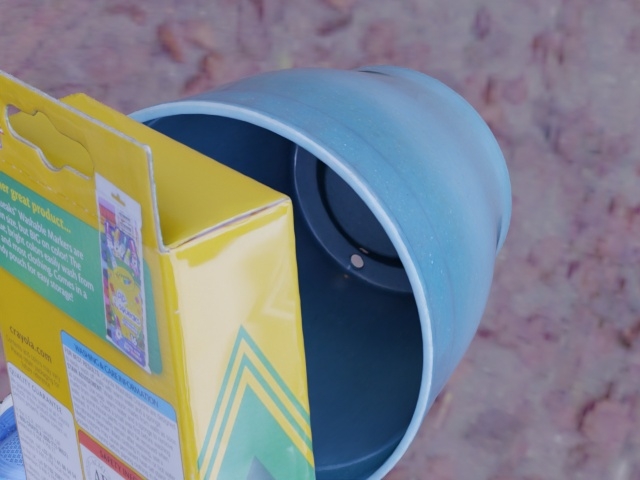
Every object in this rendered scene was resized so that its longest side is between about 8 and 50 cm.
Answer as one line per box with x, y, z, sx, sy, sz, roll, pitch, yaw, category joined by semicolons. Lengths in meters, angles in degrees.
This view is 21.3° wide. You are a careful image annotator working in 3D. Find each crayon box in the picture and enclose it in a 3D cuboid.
-0.097;0.056;0.933;0.083;0.203;0.323;-24;123;-31;crayon box

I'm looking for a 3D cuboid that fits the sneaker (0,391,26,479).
-0.236;0.216;1.284;0.330;0.147;0.130;-28;134;17;sneaker

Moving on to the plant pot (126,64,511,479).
0.000;0.000;1.138;0.255;0.272;0.271;-39;119;-54;plant pot
